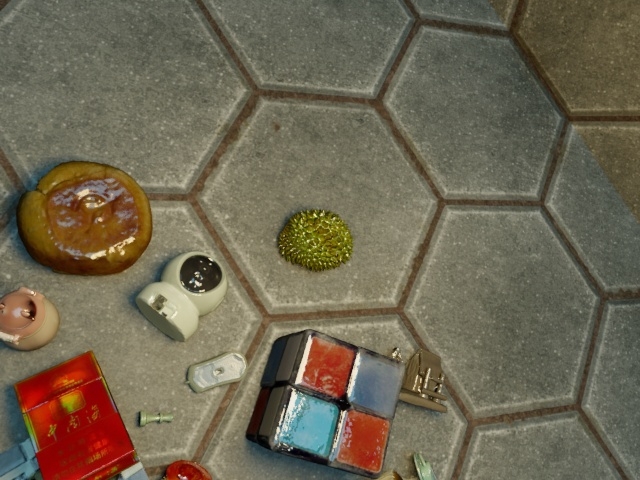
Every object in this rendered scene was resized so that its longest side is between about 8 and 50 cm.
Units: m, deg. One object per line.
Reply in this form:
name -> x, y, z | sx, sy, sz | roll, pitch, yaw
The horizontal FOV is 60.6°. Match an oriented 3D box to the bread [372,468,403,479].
bread -> 0.225, 0.788, 1.551 | 0.192, 0.110, 0.210 | 54, 20, -16

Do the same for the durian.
durian -> -0.003, 0.000, 1.724 | 0.237, 0.176, 0.200 | 6, 93, -30

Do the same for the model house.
model house -> 0.298, 0.430, 1.734 | 0.229, 0.122, 0.188 | 20, 67, -11

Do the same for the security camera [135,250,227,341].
security camera -> -0.371, 0.142, 1.535 | 0.194, 0.194, 0.236 | 44, 60, -4

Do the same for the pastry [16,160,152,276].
pastry -> -0.640, -0.056, 1.506 | 0.356, 0.164, 0.356 | 7, 67, -16

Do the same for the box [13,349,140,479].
box -> -0.598, 0.445, 1.338 | 0.197, 0.089, 0.313 | -24, 55, -24

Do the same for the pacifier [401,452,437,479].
pacifier -> 0.292, 0.721, 1.673 | 0.116, 0.127, 0.150 | -22, 114, 12

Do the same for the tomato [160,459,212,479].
tomato -> -0.358, 0.666, 1.426 | 0.139, 0.159, 0.091 | 17, 111, -16

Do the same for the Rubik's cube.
Rubik's cube -> 0.008, 0.448, 1.515 | 0.318, 0.316, 0.313 | 22, 69, -12

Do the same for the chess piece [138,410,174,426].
chess piece -> -0.444, 0.482, 1.488 | 0.093, 0.042, 0.042 | 5, 73, -26

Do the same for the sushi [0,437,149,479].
sushi -> -0.634, 0.593, 1.329 | 0.373, 0.100, 0.296 | -26, 77, -24

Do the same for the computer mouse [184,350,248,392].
computer mouse -> -0.298, 0.377, 1.562 | 0.181, 0.056, 0.089 | -17, 80, -15

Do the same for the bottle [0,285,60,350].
bottle -> -0.734, 0.191, 1.352 | 0.147, 0.236, 0.147 | 6, 72, -19
